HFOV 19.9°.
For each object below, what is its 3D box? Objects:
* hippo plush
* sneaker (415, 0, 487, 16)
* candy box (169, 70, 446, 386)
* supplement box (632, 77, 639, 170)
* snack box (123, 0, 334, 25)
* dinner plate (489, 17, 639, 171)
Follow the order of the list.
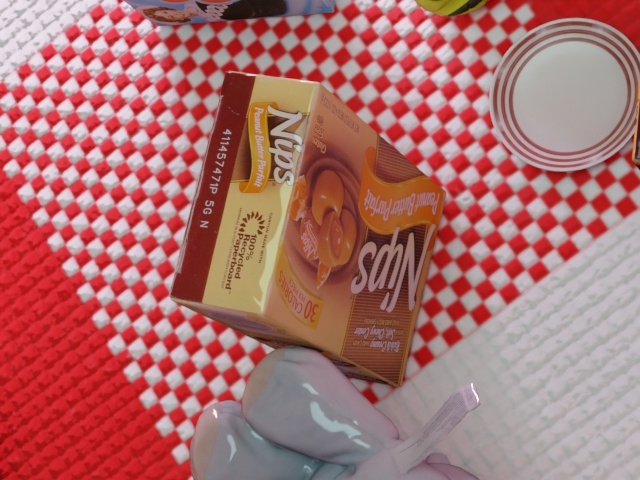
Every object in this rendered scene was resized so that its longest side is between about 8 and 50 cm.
[{"bbox_3d":[0.045,0.204,1.460,0.294,0.236,0.234,-32,68,17],"label":"hippo plush"},{"bbox_3d":[0.163,-0.335,1.594,0.295,0.109,0.123,-48,52,22],"label":"sneaker"},{"bbox_3d":[0.000,0.000,1.480,0.087,0.316,0.183,10,80,23],"label":"candy box"},{"bbox_3d":[0.318,-0.075,1.451,0.104,0.188,0.081,3,79,21],"label":"supplement box"},{"bbox_3d":[-0.127,-0.269,1.592,0.187,0.322,0.060,-1,77,21],"label":"snack box"},{"bbox_3d":[0.218,-0.127,1.596,0.141,0.017,0.141,-5,76,19],"label":"dinner plate"}]
